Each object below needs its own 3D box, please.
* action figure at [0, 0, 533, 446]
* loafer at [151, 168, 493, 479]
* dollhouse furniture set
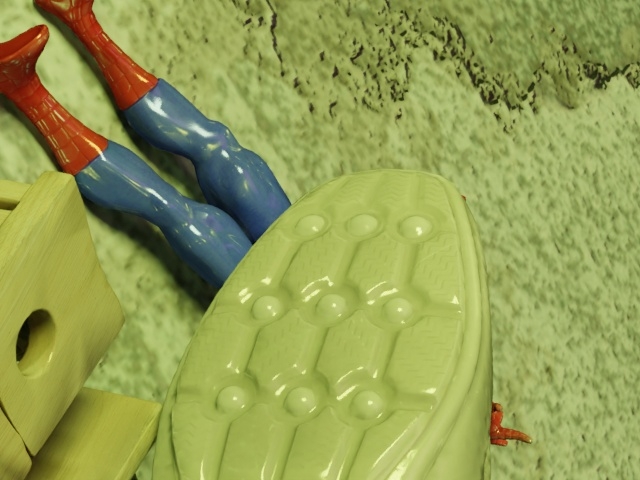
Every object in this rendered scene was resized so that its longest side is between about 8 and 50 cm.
[{"bbox_3d":[0.000,0.000,0.713,0.280,0.139,0.091,51,46,-22],"label":"action figure"},{"bbox_3d":[-0.001,0.119,0.575,0.111,0.112,0.319,66,33,-50],"label":"loafer"},{"bbox_3d":[-0.139,0.081,0.570,0.183,0.129,0.129,76,33,-40],"label":"dollhouse furniture set"}]
